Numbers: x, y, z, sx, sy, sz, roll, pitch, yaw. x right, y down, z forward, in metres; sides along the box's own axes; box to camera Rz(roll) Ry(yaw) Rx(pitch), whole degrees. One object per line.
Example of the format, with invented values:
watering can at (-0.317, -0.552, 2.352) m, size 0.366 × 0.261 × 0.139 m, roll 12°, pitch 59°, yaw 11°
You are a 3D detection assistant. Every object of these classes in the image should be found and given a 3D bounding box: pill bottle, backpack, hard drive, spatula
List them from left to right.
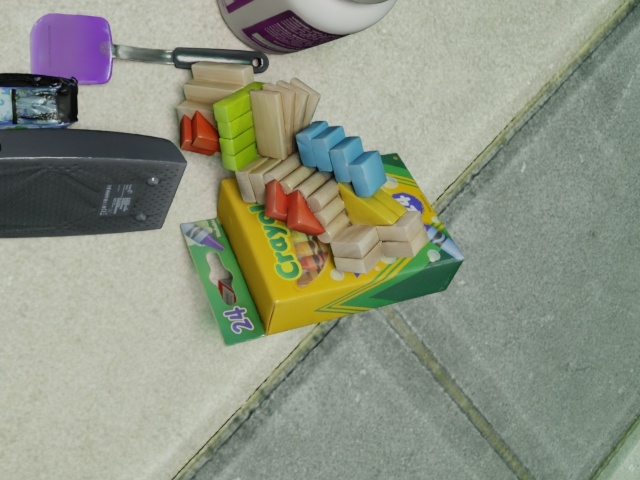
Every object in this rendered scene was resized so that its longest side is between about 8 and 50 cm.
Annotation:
backpack at (-0.338, -0.146, 0.755) m, size 0.114 × 0.105 × 0.084 m, roll 1°, pitch 104°, yaw -14°
hard drive at (-0.295, -0.062, 0.760) m, size 0.254 × 0.172 × 0.054 m, roll -3°, pitch 63°, yaw -27°
spatula at (-0.206, -0.234, 0.844) m, size 0.296 × 0.030 × 0.084 m, roll -3°, pitch 100°, yaw -25°
pill bottle at (-0.003, -0.318, 0.777) m, size 0.169 × 0.301 × 0.169 m, roll -4°, pitch 99°, yaw -25°

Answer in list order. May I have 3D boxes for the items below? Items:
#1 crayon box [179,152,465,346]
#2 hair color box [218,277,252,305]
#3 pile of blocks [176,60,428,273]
crayon box at (0.000, 0.000, 0.883) m, size 0.323 × 0.203 × 0.083 m, roll -12°, pitch 146°, yaw -23°
hair color box at (-0.048, 0.078, 0.931) m, size 0.167 × 0.093 × 0.053 m, roll -7°, pitch 102°, yaw -24°
pile of blocks at (-0.039, -0.088, 0.785) m, size 0.362 × 0.149 × 0.112 m, roll 34°, pitch 45°, yaw 12°
